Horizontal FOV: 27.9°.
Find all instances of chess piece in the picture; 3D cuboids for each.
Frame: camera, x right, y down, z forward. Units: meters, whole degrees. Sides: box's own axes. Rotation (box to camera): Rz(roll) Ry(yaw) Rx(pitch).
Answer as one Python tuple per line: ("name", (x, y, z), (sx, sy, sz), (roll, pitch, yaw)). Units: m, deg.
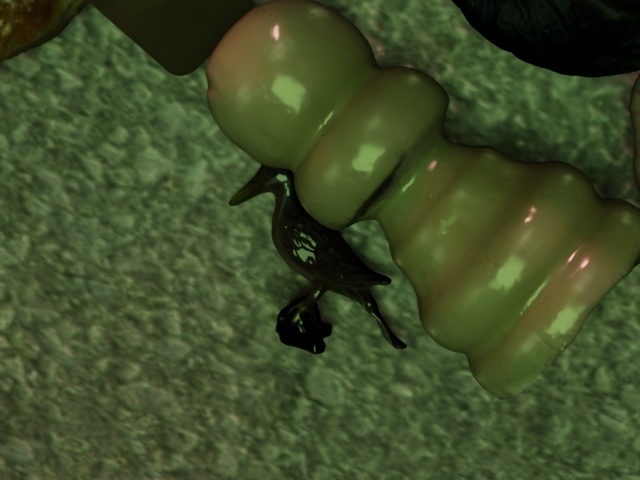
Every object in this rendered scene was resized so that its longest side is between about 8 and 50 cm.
("chess piece", (0.062, -0.051, 0.953), (0.330, 0.182, 0.182), (39, 106, 1))

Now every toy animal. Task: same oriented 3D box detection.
("toy animal", (-0.007, 0.008, 1.035), (0.105, 0.070, 0.202), (-20, 96, 2))

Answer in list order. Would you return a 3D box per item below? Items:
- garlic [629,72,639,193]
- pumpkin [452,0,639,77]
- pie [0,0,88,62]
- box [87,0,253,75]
("garlic", (0.343, -0.067, 0.870), (0.245, 0.253, 0.245), (0, 97, 3))
("pumpkin", (0.154, -0.222, 0.835), (0.248, 0.248, 0.248), (2, 106, 6))
("pie", (-0.322, -0.251, 0.976), (0.315, 0.092, 0.315), (2, 107, 5))
("box", (-0.119, -0.191, 0.968), (0.091, 0.031, 0.126), (-46, 126, 7))
